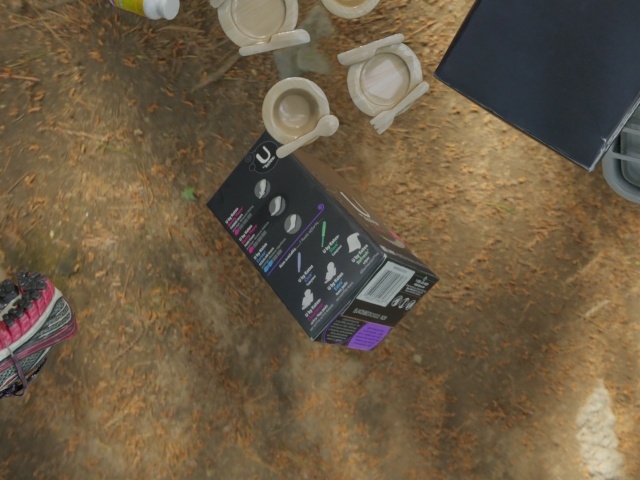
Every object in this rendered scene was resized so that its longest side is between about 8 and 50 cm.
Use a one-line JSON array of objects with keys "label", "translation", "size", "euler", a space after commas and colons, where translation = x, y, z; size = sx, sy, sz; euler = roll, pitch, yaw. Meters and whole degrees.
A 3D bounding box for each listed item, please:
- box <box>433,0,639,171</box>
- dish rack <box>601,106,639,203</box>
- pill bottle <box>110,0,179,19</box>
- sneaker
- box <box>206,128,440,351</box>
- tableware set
[{"label": "box", "translation": [0.272, -0.249, 0.721], "size": [0.182, 0.296, 0.294], "euler": [32, 106, 6]}, {"label": "dish rack", "translation": [0.578, -0.145, 1.019], "size": [0.072, 0.333, 0.286], "euler": [-39, 133, -21]}, {"label": "pill bottle", "translation": [-0.216, -0.298, 0.858], "size": [0.083, 0.043, 0.043], "euler": [24, 99, 18]}, {"label": "sneaker", "translation": [-0.447, 0.183, 0.924], "size": [0.299, 0.121, 0.112], "euler": [-47, 136, -22]}, {"label": "box", "translation": [0.000, 0.000, 0.941], "size": [0.143, 0.270, 0.165], "euler": [-50, 147, 12]}, {"label": "tableware set", "translation": [0.003, -0.155, 0.559], "size": [0.141, 0.020, 0.169], "euler": [-25, 109, -3]}]
